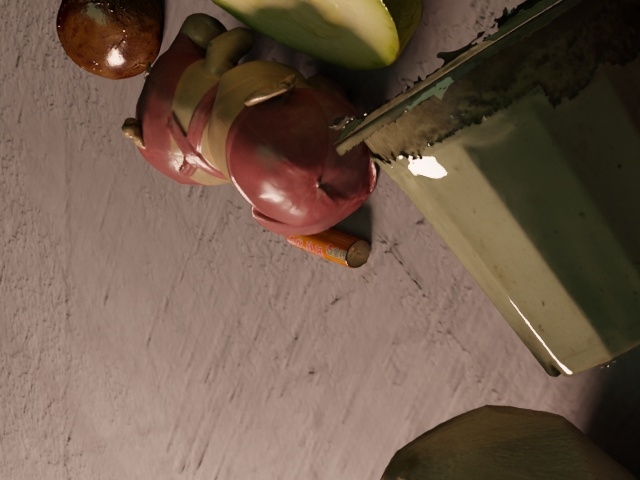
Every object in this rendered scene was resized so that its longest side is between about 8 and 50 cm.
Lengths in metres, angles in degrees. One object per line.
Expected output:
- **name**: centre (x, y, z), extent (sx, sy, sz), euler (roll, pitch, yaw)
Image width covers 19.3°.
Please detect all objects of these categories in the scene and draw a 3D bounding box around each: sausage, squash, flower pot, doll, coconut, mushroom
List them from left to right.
- **mushroom**: centre (-0.214, -0.223, 1.935), extent (0.127, 0.087, 0.127), euler (19, 133, 21)
- **doll**: centre (-0.052, -0.099, 1.733), extent (0.256, 0.196, 0.152), euler (27, 86, 45)
- **squash**: centre (-0.033, -0.239, 1.609), extent (0.252, 0.049, 0.252), euler (29, 165, 9)
- **sausage**: centre (0.000, 0.000, 1.802), extent (0.107, 0.031, 0.031), euler (20, 119, 43)
- **coconut**: centre (0.151, 0.254, 1.537), extent (0.266, 0.237, 0.237), euler (34, 148, -25)
- **flower pot**: centre (0.188, -0.055, 1.415), extent (0.259, 0.290, 0.290), euler (56, 140, -2)
